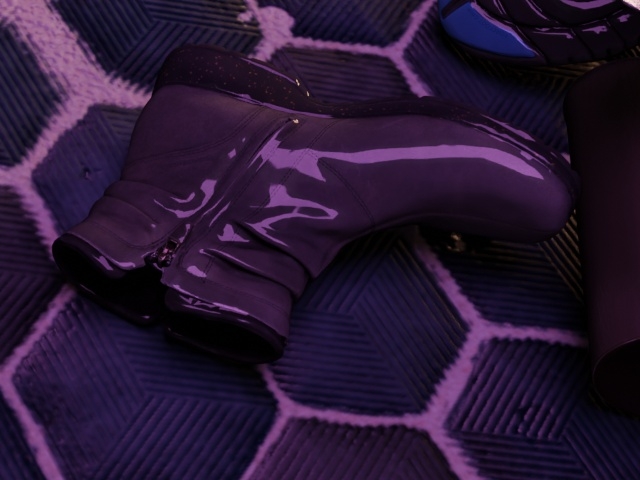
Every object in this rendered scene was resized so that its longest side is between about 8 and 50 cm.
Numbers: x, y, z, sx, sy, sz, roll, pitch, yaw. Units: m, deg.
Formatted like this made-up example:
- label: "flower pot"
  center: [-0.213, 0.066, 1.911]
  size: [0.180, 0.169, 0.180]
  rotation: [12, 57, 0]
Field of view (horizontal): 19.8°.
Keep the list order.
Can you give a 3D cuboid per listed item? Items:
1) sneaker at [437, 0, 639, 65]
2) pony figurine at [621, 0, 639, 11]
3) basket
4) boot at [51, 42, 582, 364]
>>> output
- label: "sneaker"
  center: [0.262, -0.218, 1.530]
  size: [0.341, 0.139, 0.125]
  rotation: [-15, 89, -4]
- label: "pony figurine"
  center: [0.370, -0.252, 1.310]
  size: [0.351, 0.363, 0.303]
  rotation: [15, 30, -11]
- label: "basket"
  center: [0.265, 0.006, 1.333]
  size: [0.204, 0.154, 0.227]
  rotation: [20, 54, -14]
- label: "boot"
  center: [0.000, 0.000, 1.306]
  size: [0.338, 0.118, 0.222]
  rotation: [13, 53, 13]
